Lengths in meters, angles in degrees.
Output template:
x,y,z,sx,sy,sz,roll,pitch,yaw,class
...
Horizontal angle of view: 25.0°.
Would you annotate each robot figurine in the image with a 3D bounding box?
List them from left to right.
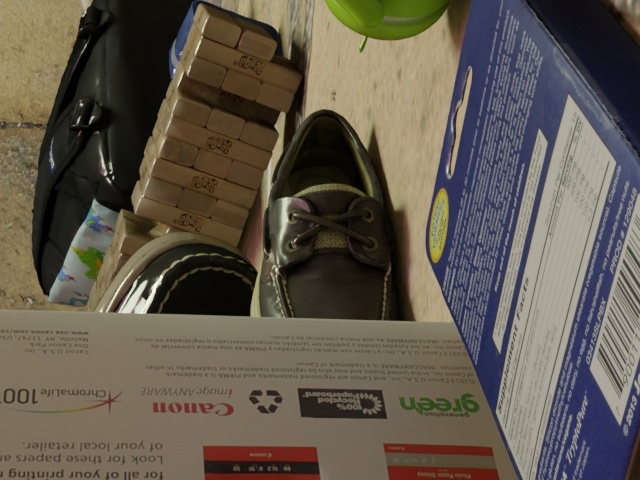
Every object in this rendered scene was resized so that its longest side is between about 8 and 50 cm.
x,y,z,sx,sy,sz,roll,pitch,yaw,class
0.037,-0.142,0.678,0.115,0.067,0.101,105,-169,-51,robot figurine

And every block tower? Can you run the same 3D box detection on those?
x,y,z,sx,sy,sz,roll,pitch,yaw,class
-0.116,-0.019,1.194,0.097,0.091,0.335,-119,50,-72,block tower

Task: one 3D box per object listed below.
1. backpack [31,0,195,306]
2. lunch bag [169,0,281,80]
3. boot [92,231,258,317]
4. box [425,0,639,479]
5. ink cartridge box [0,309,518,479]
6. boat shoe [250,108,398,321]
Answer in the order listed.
x,y,z,sx,sy,sz,roll,pitch,yaw,class
-0.195,-0.061,1.526,0.355,0.273,0.290,-44,42,43,backpack
-0.082,-0.158,1.272,0.065,0.098,0.067,-56,25,35,lunch bag
-0.057,0.199,0.795,0.284,0.138,0.377,19,94,60,boot
0.082,0.002,0.480,0.225,0.037,0.136,-107,23,-58,box
-0.072,0.163,0.522,0.271,0.310,0.130,-98,14,-47,ink cartridge box
0.001,0.000,0.808,0.223,0.080,0.073,-95,7,-58,boat shoe
